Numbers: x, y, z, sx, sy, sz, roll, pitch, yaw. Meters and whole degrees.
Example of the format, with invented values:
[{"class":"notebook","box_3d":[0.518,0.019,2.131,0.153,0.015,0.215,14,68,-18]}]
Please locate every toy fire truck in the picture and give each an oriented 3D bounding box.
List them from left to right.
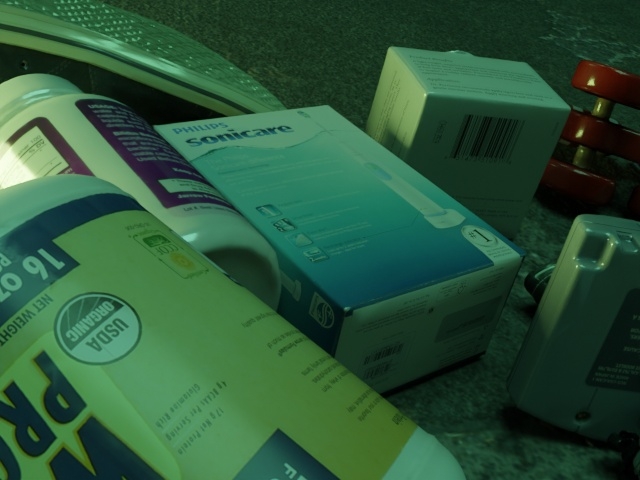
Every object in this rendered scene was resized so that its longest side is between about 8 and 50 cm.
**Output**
[{"class":"toy fire truck","box_3d":[0.421,-0.133,1.184,0.302,0.170,0.254,18,13,2]}]

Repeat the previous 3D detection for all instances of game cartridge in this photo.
[{"class":"game cartridge","box_3d":[0.316,0.091,0.730,0.297,0.198,0.062,9,33,-12]}]

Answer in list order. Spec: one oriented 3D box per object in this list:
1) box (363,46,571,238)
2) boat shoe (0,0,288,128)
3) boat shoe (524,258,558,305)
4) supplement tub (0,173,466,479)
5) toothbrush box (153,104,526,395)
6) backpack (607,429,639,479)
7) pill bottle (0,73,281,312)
[{"class":"box","box_3d":[0.152,-0.108,0.986,0.180,0.182,0.119,2,36,-20]},{"class":"boat shoe","box_3d":[-0.263,-0.170,0.940,0.500,0.156,0.187,10,25,-31]},{"class":"boat shoe","box_3d":[0.316,0.035,0.927,0.233,0.084,0.079,-14,43,-35]},{"class":"supplement tub","box_3d":[-0.071,0.141,0.429,0.316,0.228,0.228,37,36,12]},{"class":"toothbrush box","box_3d":[0.000,0.000,0.802,0.216,0.126,0.295,-15,43,-38]},{"class":"backpack","box_3d":[0.329,0.149,0.660,0.151,0.182,0.115,7,33,-15]},{"class":"pill bottle","box_3d":[-0.179,-0.016,0.710,0.169,0.169,0.301,-12,42,-37]}]
